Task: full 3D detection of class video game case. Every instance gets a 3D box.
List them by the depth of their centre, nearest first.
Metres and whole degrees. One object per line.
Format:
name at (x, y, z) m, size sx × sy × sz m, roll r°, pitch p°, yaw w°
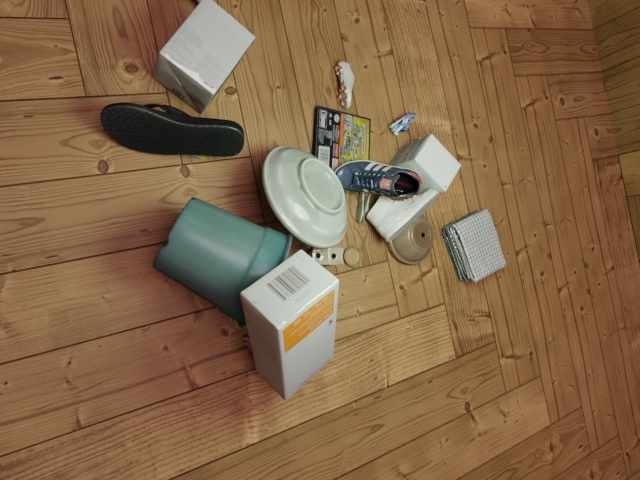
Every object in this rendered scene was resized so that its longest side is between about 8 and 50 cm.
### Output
video game case at (0.086, -0.380, 1.830) m, size 0.248 × 0.035 × 0.275 m, roll 6°, pitch 82°, yaw -26°

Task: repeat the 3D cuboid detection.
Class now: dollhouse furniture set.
dollhouse furniture set at (0.000, 0.000, 1.701) m, size 0.129 × 0.129 × 0.184 m, roll 3°, pitch 85°, yaw -26°

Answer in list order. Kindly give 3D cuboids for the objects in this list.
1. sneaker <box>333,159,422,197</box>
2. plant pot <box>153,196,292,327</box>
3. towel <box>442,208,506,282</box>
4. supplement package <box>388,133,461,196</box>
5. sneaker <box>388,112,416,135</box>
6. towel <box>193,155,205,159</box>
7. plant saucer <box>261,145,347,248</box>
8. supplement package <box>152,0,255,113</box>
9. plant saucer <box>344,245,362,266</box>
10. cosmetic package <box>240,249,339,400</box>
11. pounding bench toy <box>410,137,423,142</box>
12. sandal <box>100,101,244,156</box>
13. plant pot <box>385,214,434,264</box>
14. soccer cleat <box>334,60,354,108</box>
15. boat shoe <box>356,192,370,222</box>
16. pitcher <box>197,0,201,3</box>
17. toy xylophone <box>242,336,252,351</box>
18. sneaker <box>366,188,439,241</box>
sneaker at (0.224, -0.230, 1.744) m, size 0.350 × 0.148 × 0.131 m, roll 0°, pitch 113°, yaw -4°
plant pot at (-0.319, 0.050, 1.448) m, size 0.334 × 0.341 × 0.341 m, roll 29°, pitch 74°, yaw -13°
towel at (0.691, 0.027, 2.052) m, size 0.235 × 0.121 × 0.284 m, roll -23°, pitch 94°, yaw -28°
supplement package at (0.426, -0.303, 1.898) m, size 0.194 × 0.203 × 0.149 m, roll 41°, pitch 70°, yaw -18°
sneaker at (0.358, -0.503, 1.967) m, size 0.144 × 0.053 × 0.059 m, roll -34°, pitch 100°, yaw -16°
towel at (-0.434, -0.319, 1.580) m, size 0.083 × 0.009 × 0.060 m, roll 21°, pitch 76°, yaw -23°
plant saucer at (-0.021, -0.172, 1.582) m, size 0.400 × 0.100 × 0.401 m, roll 30°, pitch 45°, yaw -34°
supplement package at (-0.390, -0.611, 1.521) m, size 0.199 × 0.198 × 0.263 m, roll 36°, pitch 72°, yaw -19°
plant saucer at (0.128, 0.063, 1.823) m, size 0.083 × 0.015 × 0.083 m, roll 2°, pitch 85°, yaw -26°
cosmetic package at (-0.083, 0.269, 1.375) m, size 0.230 × 0.453 × 0.161 m, roll -36°, pitch 59°, yaw -27°
pounding bench toy at (0.438, -0.400, 1.989) m, size 0.052 × 0.065 × 0.083 m, roll -3°, pitch 87°, yaw -27°
sandal at (-0.476, -0.366, 1.500) m, size 0.445 × 0.168 × 0.107 m, roll 5°, pitch 46°, yaw -24°
plant pot at (0.398, -0.018, 1.913) m, size 0.237 × 0.109 × 0.237 m, roll 2°, pitch 86°, yaw -27°
soccer cleat at (0.109, -0.632, 1.847) m, size 0.076 × 0.068 × 0.196 m, roll -7°, pitch 86°, yaw -30°
boat shoe at (0.176, -0.136, 1.848) m, size 0.043 × 0.049 × 0.137 m, roll 14°, pitch 75°, yaw -27°
pitcher at (-0.459, -0.924, 1.570) m, size 0.207 × 0.125 × 0.178 m, roll 32°, pitch 52°, yaw -31°
toy xylophone at (-0.136, 0.263, 1.618) m, size 0.322 × 0.081 × 0.236 m, roll -37°, pitch 116°, yaw -26°
sneaker at (0.323, -0.148, 1.839) m, size 0.292 × 0.108 × 0.169 m, roll -39°, pitch 69°, yaw -7°
